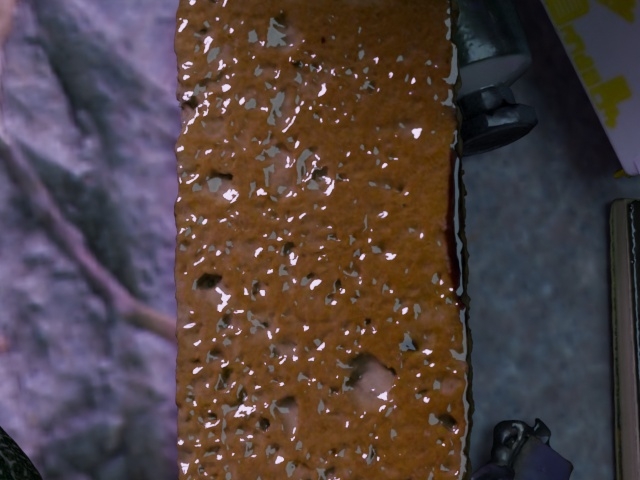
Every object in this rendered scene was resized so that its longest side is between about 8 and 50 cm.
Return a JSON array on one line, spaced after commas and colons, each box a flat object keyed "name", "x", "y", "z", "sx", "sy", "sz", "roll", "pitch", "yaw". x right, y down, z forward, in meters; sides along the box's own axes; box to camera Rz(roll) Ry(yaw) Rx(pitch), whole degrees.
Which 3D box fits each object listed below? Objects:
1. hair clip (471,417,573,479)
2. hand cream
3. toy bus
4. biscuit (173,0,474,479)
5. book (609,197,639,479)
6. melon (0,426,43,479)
[{"name": "hair clip", "x": 0.055, "y": 0.203, "z": 0.753, "sx": 0.106, "sy": 0.084, "sz": 0.292, "roll": 40, "pitch": 61, "yaw": -27}, {"name": "hand cream", "x": 0.036, "y": -0.171, "z": 0.841, "sx": 0.091, "sy": 0.058, "sz": 0.271, "roll": -11, "pitch": 77, "yaw": -29}, {"name": "toy bus", "x": 0.131, "y": -0.143, "z": 0.833, "sx": 0.081, "sy": 0.074, "sz": 0.226, "roll": -24, "pitch": 95, "yaw": 15}, {"name": "biscuit", "x": 0.000, "y": 0.000, "z": 0.774, "sx": 0.131, "sy": 0.025, "sz": 0.230, "roll": -1, "pitch": 78, "yaw": 8}, {"name": "book", "x": 0.214, "y": 0.095, "z": 0.860, "sx": 0.160, "sy": 0.024, "sz": 0.228, "roll": 4, "pitch": 76, "yaw": -21}, {"name": "melon", "x": -0.163, "y": 0.165, "z": 0.615, "sx": 0.182, "sy": 0.182, "sz": 0.287, "roll": 1, "pitch": 76, "yaw": -21}]
